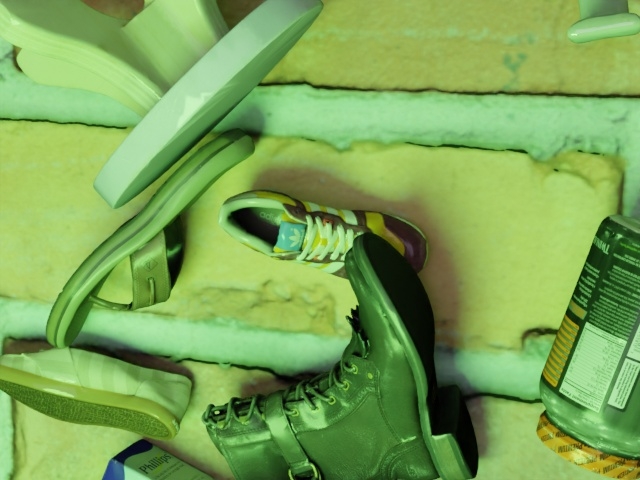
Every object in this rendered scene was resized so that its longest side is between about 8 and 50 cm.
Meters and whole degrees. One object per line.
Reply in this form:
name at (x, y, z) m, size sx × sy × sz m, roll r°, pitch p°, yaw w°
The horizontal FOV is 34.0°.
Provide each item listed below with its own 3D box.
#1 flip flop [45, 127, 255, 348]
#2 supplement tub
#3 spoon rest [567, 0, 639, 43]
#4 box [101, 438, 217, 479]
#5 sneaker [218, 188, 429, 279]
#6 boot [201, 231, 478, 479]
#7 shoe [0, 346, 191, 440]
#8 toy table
flip flop at (-0.152, 0.011, 0.964) m, size 0.277 × 0.112 × 0.080 m, roll -43°, pitch 98°, yaw 12°
supplement tub at (0.247, 0.085, 0.833) m, size 0.117 × 0.117 × 0.190 m, roll 21°, pitch 103°, yaw 14°
spoon rest at (0.212, -0.286, 0.832) m, size 0.137 × 0.084 × 0.276 m, roll -5°, pitch 82°, yaw 16°
box at (-0.151, 0.282, 1.003) m, size 0.137 × 0.072 × 0.126 m, roll 26°, pitch 102°, yaw 13°
sneaker at (0.000, 0.000, 0.917) m, size 0.185 × 0.084 × 0.070 m, roll 12°, pitch 100°, yaw 16°
boot at (-0.002, 0.137, 0.917) m, size 0.229 × 0.091 × 0.263 m, roll -15°, pitch 107°, yaw 20°
shoe at (-0.227, 0.141, 1.022) m, size 0.219 × 0.076 × 0.058 m, roll 10°, pitch 57°, yaw 18°
toy table at (-0.141, -0.164, 0.870) m, size 0.274 × 0.252 × 0.161 m, roll -39°, pitch 94°, yaw 26°
